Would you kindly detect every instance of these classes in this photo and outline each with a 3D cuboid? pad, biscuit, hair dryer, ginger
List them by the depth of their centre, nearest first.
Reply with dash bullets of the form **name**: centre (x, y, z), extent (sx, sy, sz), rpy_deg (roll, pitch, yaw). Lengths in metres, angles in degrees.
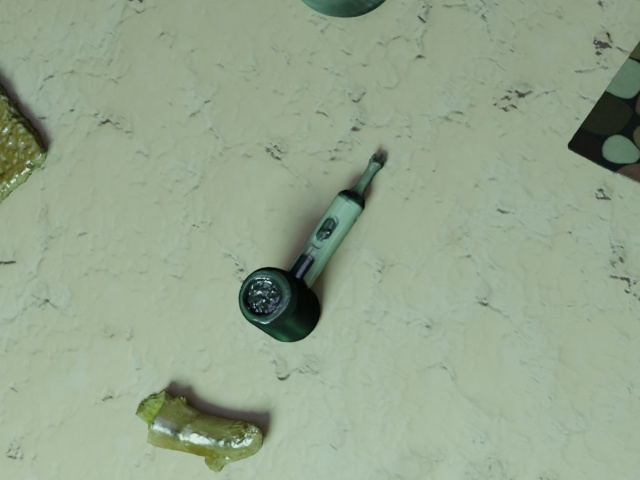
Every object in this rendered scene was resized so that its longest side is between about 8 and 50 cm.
- **pad**: centre (0.328, -0.137, 1.418), extent (0.158, 0.003, 0.235), rpy_deg (28, 74, 32)
- **hair dryer**: centre (0.000, 0.000, 1.561), extent (0.057, 0.100, 0.198), rpy_deg (31, 85, 16)
- **ginger**: centre (-0.119, 0.180, 1.618), extent (0.137, 0.044, 0.057), rpy_deg (16, 77, 16)
- **biscuit**: centre (-0.380, -0.134, 1.713), extent (0.131, 0.026, 0.237), rpy_deg (-40, 77, 13)

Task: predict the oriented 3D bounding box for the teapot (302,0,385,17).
- **teapot**: centre (0.023, -0.273, 1.535), extent (0.111, 0.108, 0.149), rpy_deg (42, 103, 12)
